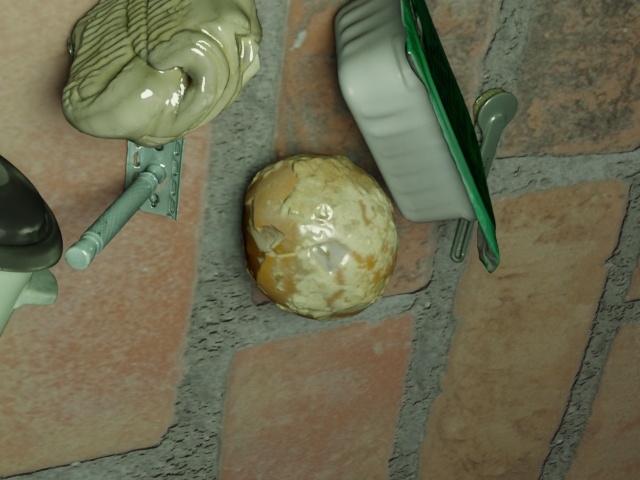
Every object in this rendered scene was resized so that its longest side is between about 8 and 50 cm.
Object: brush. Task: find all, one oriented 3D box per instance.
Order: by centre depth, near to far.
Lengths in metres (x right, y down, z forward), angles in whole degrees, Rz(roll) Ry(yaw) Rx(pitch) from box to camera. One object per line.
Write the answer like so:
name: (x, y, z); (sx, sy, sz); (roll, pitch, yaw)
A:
brush: (0.214, -0.085, 1.437); (0.062, 0.027, 0.266); (-7, 125, -28)

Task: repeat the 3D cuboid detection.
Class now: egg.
egg: (0.000, 0.000, 1.246); (0.195, 0.195, 0.233); (-32, 145, -11)

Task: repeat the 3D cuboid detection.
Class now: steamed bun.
steamed bun: (-0.142, -0.181, 1.044); (0.211, 0.218, 0.144); (-28, 135, 20)

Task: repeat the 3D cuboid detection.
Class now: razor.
razor: (-0.209, -0.034, 1.089); (0.068, 0.232, 0.106); (13, 116, 8)

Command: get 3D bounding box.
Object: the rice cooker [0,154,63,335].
rice cooker: (-0.394, 0.010, 0.961); (0.316, 0.264, 0.316); (-5, 115, -12)

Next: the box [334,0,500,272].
box: (0.104, -0.151, 1.214); (0.106, 0.264, 0.337); (-19, 131, 14)
